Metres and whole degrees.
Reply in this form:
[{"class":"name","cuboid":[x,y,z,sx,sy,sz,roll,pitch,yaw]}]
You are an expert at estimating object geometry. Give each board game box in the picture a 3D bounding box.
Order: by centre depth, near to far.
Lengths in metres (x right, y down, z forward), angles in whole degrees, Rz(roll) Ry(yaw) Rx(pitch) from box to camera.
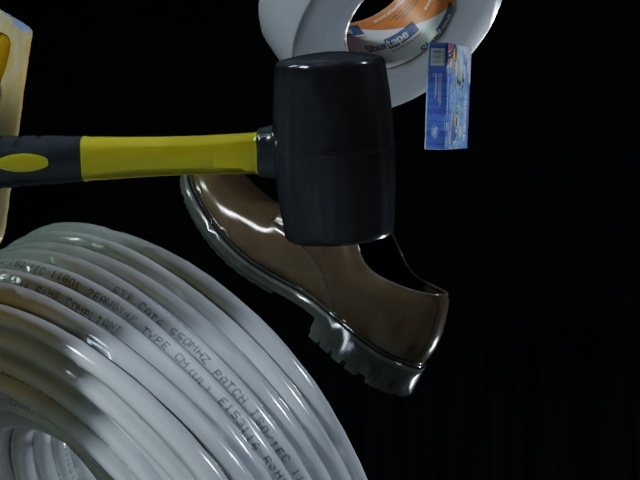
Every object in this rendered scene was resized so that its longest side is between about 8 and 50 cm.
[{"class":"board game box","cuboid":[0.110,-0.123,1.645,0.020,0.090,0.090,3,5,16]}]

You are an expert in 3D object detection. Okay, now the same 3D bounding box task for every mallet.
[{"class":"mallet","cuboid":[-0.069,-0.036,0.617,0.189,0.062,0.039,5,8,1]}]

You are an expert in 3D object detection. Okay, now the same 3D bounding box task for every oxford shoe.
[{"class":"oxford shoe","cuboid":[0.000,0.000,1.289,0.083,0.227,0.096,-2,-55,-59]}]

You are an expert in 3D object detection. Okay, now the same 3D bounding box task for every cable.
[{"class":"cable","cuboid":[-0.076,0.114,0.829,0.257,0.089,0.257,-2,-61,50]}]

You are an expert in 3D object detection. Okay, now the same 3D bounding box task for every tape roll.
[{"class":"tape roll","cuboid":[0.056,-0.220,1.738,0.219,0.072,0.219,-22,-37,-17]}]

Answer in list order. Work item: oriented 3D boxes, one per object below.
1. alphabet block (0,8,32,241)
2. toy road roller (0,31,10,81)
[{"class":"alphabet block","cuboid":[-0.360,-0.094,1.484,0.193,0.197,0.192,-18,-33,35]},{"class":"toy road roller","cuboid":[-0.265,0.003,0.793,0.202,0.329,0.240,23,7,-3]}]
